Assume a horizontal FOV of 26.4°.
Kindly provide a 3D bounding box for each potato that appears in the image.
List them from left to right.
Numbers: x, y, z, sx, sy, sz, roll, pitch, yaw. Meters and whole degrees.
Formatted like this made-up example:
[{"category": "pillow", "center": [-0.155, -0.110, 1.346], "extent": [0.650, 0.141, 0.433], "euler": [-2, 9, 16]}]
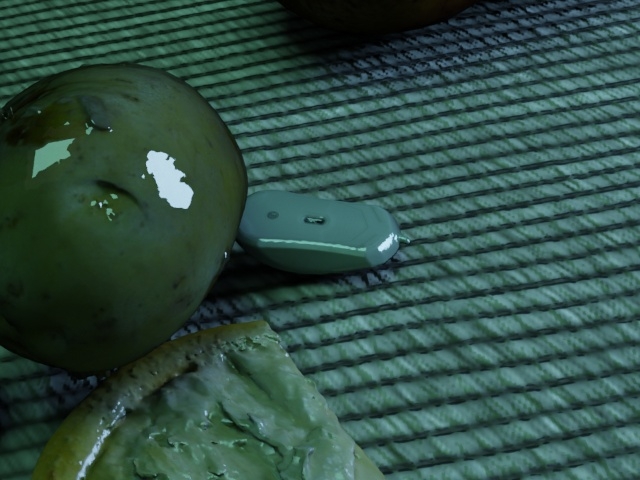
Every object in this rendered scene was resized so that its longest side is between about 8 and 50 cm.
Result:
[{"category": "potato", "center": [-0.121, -0.025, 0.762], "extent": [0.165, 0.165, 0.262], "euler": [-10, 21, 1]}]

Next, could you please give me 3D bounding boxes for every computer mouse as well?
[{"category": "computer mouse", "center": [0.000, 0.000, 0.823], "extent": [0.110, 0.032, 0.056], "euler": [8, 41, 11]}]

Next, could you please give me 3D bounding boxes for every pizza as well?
[{"category": "pizza", "center": [-0.042, 0.129, 0.657], "extent": [0.181, 0.034, 0.262], "euler": [-29, 40, -24]}]

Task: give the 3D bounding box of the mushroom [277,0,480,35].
[{"category": "mushroom", "center": [0.086, -0.313, 1.029], "extent": [0.345, 0.259, 0.345], "euler": [-7, 36, 5]}]
